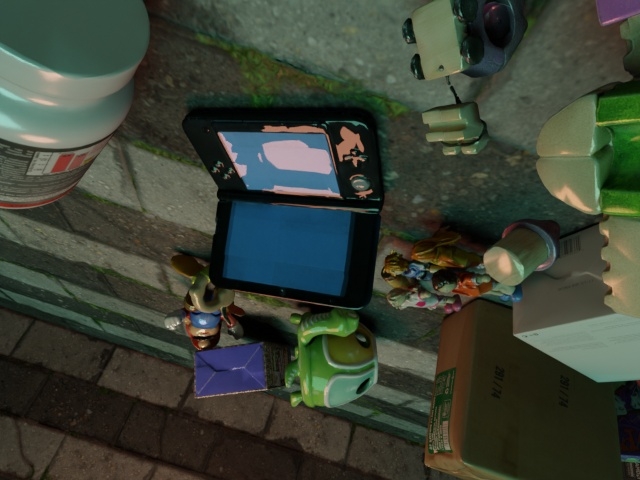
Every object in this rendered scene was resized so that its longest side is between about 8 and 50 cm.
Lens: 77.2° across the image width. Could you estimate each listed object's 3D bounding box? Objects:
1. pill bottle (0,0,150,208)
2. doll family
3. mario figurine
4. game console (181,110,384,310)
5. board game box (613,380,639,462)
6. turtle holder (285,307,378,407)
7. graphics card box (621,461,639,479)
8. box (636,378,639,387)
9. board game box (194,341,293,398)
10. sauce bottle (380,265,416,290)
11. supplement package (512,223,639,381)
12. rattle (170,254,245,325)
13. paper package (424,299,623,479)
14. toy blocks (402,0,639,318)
[{"bbox_3d":[-0.362,-0.185,0.492,0.210,0.210,0.363,38,144,-29],"label":"pill bottle"},{"bbox_3d":[0.202,0.052,0.695,0.163,0.118,0.263,10,161,-12],"label":"doll family"},{"bbox_3d":[-0.342,0.257,1.212,0.198,0.170,0.320,34,145,5],"label":"mario figurine"},{"bbox_3d":[-0.064,-0.042,0.603,0.294,0.173,0.250,6,147,18],"label":"game console"},{"bbox_3d":[0.579,0.371,0.896,0.056,0.208,0.347,33,145,-23],"label":"board game box"},{"bbox_3d":[0.032,0.283,1.055,0.228,0.243,0.319,-1,106,3],"label":"turtle holder"},{"bbox_3d":[0.837,0.427,0.830,0.371,0.232,0.094,-11,143,40],"label":"graphics card box"},{"bbox_3d":[0.615,0.191,0.580,0.257,0.128,0.122,-31,114,27],"label":"box"},{"bbox_3d":[-0.242,0.426,1.326,0.232,0.140,0.291,-10,161,9],"label":"board game box"},{"bbox_3d":[0.175,0.093,0.820,0.042,0.042,0.128,-17,133,43],"label":"sauce bottle"},{"bbox_3d":[0.434,0.095,0.588,0.203,0.149,0.194,29,147,-18],"label":"supplement package"},{"bbox_3d":[-0.298,0.135,1.056,0.143,0.130,0.199,2,151,19],"label":"rattle"},{"bbox_3d":[0.394,0.320,0.800,0.310,0.324,0.168,18,148,1],"label":"paper package"},{"bbox_3d":[0.290,-0.109,0.317,0.309,0.260,0.288,14,128,56],"label":"toy blocks"}]
